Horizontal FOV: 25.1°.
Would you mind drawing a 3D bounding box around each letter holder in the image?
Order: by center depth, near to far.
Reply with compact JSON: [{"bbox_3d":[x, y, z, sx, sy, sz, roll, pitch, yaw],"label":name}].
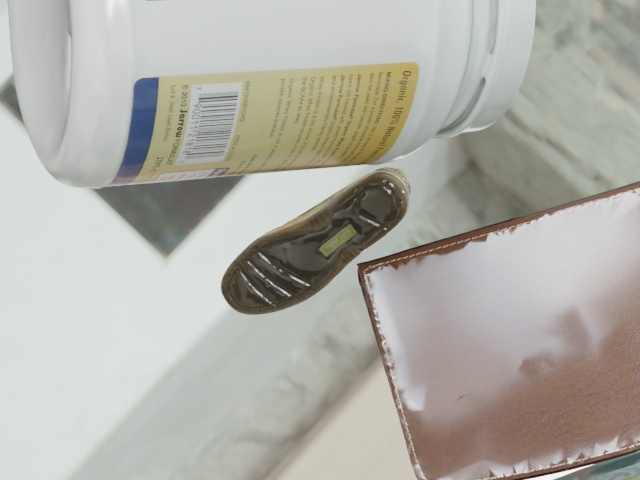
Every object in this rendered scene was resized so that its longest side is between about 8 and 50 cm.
[{"bbox_3d":[0.211,0.091,1.250,0.152,0.302,0.214,52,22,-75],"label":"letter holder"}]

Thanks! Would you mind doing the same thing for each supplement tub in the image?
[{"bbox_3d":[-0.037,-0.159,0.981,0.228,0.316,0.228,174,-90,-67],"label":"supplement tub"}]

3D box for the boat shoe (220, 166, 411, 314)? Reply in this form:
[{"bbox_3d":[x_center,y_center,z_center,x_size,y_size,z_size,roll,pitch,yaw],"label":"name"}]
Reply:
[{"bbox_3d":[0.000,0.000,1.239,0.068,0.190,0.072,56,18,-11],"label":"boat shoe"}]

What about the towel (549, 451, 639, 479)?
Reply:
[{"bbox_3d":[0.284,0.245,1.072,0.090,0.374,0.320,62,28,-9],"label":"towel"}]
